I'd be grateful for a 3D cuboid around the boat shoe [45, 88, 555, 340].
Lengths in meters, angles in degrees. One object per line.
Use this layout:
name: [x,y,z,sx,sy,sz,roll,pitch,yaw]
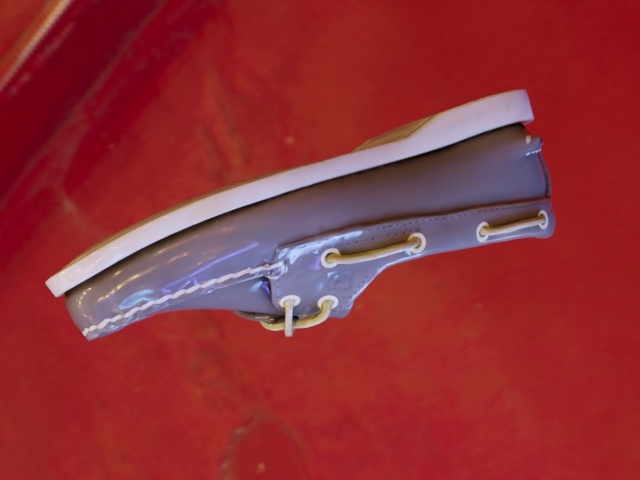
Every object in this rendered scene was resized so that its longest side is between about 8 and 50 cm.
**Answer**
boat shoe: [0.002,-0.001,0.809,0.109,0.305,0.091,-16,95,65]
